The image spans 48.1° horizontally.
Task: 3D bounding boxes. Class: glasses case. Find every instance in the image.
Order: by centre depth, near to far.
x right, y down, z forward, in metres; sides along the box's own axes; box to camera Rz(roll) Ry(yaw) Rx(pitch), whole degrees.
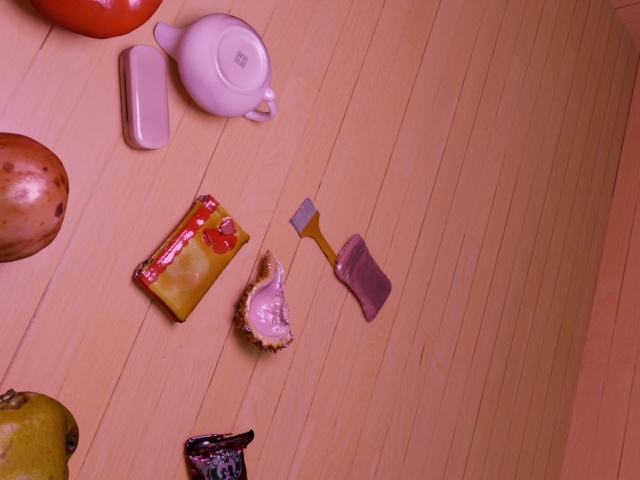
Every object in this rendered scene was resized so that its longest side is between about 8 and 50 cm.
[{"bbox_3d":[-0.331,-0.269,1.354,0.083,0.050,0.196,-3,90,-43],"label":"glasses case"}]

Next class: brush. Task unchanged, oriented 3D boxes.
[{"bbox_3d":[0.000,0.000,1.711,0.083,0.011,0.205,-55,125,-33],"label":"brush"}]

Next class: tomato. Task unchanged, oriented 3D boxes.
[{"bbox_3d":[-0.384,-0.464,1.215,0.260,0.180,0.259,-2,93,-46],"label":"tomato"}]

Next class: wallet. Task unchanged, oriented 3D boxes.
[{"bbox_3d":[-0.249,0.030,1.418,0.141,0.067,0.241,52,55,-28],"label":"wallet"}]

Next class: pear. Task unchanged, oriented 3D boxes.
[{"bbox_3d":[-0.471,0.304,1.061,0.255,0.238,0.164,-1,83,-44],"label":"pear"}]

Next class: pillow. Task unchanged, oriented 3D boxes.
[{"bbox_3d":[0.111,0.091,1.803,0.135,0.034,0.211,-54,125,-30],"label":"pillow"}]

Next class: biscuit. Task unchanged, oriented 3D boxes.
[{"bbox_3d":[-0.195,0.504,1.458,0.151,0.063,0.235,-4,89,-46],"label":"biscuit"}]

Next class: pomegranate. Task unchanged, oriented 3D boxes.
[{"bbox_3d":[-0.492,-0.070,1.081,0.215,0.215,0.215,2,87,-45],"label":"pomegranate"}]

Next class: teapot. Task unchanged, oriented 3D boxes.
[{"bbox_3d":[-0.190,-0.341,1.442,0.298,0.139,0.204,45,57,-32],"label":"teapot"}]

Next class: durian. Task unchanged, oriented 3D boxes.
[{"bbox_3d":[-0.126,0.131,1.539,0.140,0.078,0.224,14,68,-32],"label":"durian"}]
